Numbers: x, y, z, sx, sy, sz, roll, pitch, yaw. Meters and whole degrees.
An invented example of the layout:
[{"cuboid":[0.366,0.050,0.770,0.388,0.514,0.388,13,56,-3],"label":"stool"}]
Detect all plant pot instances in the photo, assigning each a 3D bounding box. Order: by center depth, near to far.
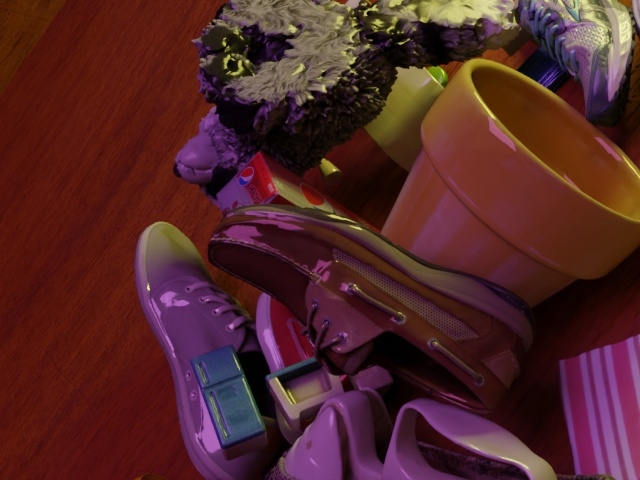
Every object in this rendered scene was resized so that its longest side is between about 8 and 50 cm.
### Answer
[{"cuboid":[0.186,-0.023,0.923,0.239,0.254,0.254,-54,36,30],"label":"plant pot"}]

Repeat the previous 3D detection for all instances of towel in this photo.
[{"cuboid":[0.323,0.157,0.812,0.197,0.029,0.144,-26,48,36],"label":"towel"},{"cuboid":[0.295,-0.229,1.096,0.119,0.029,0.067,-45,40,15],"label":"towel"}]

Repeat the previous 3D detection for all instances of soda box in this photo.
[{"cuboid":[0.000,0.000,1.061,0.083,0.263,0.092,-44,42,18],"label":"soda box"}]

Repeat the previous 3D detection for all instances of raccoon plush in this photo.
[{"cuboid":[0.026,-0.146,1.119,0.446,0.299,0.216,0,55,5],"label":"raccoon plush"}]

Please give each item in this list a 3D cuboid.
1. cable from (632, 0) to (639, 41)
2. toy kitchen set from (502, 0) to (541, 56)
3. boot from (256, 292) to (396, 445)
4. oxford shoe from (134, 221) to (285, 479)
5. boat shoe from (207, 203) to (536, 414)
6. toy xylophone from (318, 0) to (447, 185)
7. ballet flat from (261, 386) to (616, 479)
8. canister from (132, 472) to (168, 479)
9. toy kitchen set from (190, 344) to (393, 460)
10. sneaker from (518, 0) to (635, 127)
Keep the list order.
[{"cuboid":[0.457,-0.278,0.913,0.257,0.089,0.257,-54,39,4],"label":"cable"},{"cuboid":[0.255,-0.289,1.134,0.068,0.083,0.075,-44,41,15],"label":"toy kitchen set"},{"cuboid":[0.014,0.126,1.113,0.176,0.088,0.244,-35,47,19],"label":"boot"},{"cuboid":[-0.148,0.131,1.211,0.130,0.169,0.449,-44,48,20],"label":"oxford shoe"},{"cuboid":[0.040,0.066,0.814,0.324,0.122,0.120,20,62,8],"label":"boat shoe"},{"cuboid":[0.065,-0.215,1.231,0.236,0.081,0.323,-38,56,21],"label":"toy xylophone"},{"cuboid":[0.095,0.239,0.867,0.483,0.182,0.164,0,20,45],"label":"ballet flat"},{"cuboid":[-0.287,0.425,1.228,0.170,0.073,0.126,-35,44,27],"label":"canister"},{"cuboid":[-0.036,0.122,0.947,0.207,0.166,0.122,-20,56,-12],"label":"toy kitchen set"},{"cuboid":[0.296,-0.245,1.009,0.122,0.110,0.283,-2,57,11],"label":"sneaker"}]
